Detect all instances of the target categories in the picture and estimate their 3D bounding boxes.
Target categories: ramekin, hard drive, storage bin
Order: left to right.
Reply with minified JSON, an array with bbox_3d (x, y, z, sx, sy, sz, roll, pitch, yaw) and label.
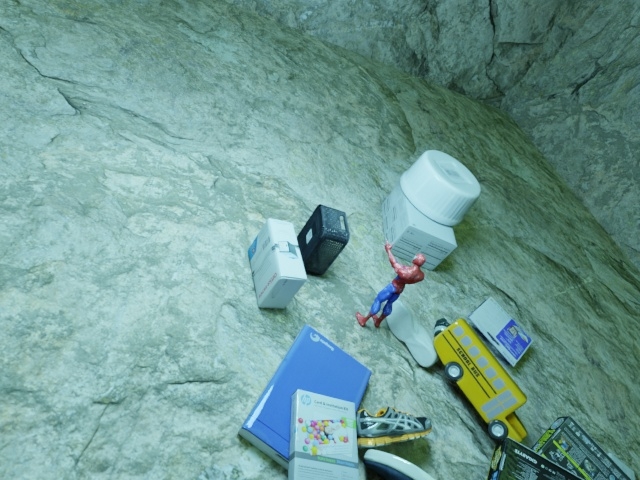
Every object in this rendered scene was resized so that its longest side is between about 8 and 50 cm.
[{"bbox_3d":[-0.019,0.362,1.048,0.210,0.040,0.319,36,39,0],"label":"hard drive"},{"bbox_3d":[0.000,0.000,1.318,0.084,0.180,0.122,15,43,-22],"label":"storage bin"},{"bbox_3d":[0.436,-0.197,1.646,0.277,0.135,0.277,20,40,-18],"label":"ramekin"}]

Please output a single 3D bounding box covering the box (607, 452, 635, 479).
[{"bbox_3d":[0.808,0.678,1.288,0.087,0.102,0.101,39,40,2],"label":"box"}]

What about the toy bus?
[{"bbox_3d":[0.449,0.388,1.269,0.333,0.130,0.108,54,13,22],"label":"toy bus"}]

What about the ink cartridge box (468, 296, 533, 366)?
[{"bbox_3d":[0.600,0.309,1.555,0.208,0.045,0.206,-20,64,-47],"label":"ink cartridge box"}]

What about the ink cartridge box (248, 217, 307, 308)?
[{"bbox_3d":[-0.117,0.061,1.202,0.082,0.140,0.191,9,46,-32],"label":"ink cartridge box"}]

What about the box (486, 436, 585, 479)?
[{"bbox_3d":[0.533,0.650,1.044,0.321,0.079,0.257,27,48,13],"label":"box"}]

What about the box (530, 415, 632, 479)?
[{"bbox_3d":[0.670,0.634,1.186,0.216,0.060,0.270,-37,74,-18],"label":"box"}]

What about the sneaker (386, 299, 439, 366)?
[{"bbox_3d":[0.272,0.265,1.348,0.094,0.080,0.212,-8,61,-55],"label":"sneaker"}]

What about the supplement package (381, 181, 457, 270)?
[{"bbox_3d":[0.350,-0.058,1.666,0.203,0.145,0.262,22,41,-17],"label":"supplement package"}]

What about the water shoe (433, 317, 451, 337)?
[{"bbox_3d":[0.445,0.308,1.421,0.203,0.073,0.080,33,36,-4],"label":"water shoe"}]

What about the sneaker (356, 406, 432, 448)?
[{"bbox_3d":[0.175,0.430,1.078,0.214,0.084,0.083,6,59,-31],"label":"sneaker"}]

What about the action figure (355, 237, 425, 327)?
[{"bbox_3d":[0.188,0.108,1.267,0.091,0.280,0.139,8,46,-31],"label":"action figure"}]

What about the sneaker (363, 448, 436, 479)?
[{"bbox_3d":[0.222,0.577,0.940,0.349,0.131,0.148,28,68,19],"label":"sneaker"}]

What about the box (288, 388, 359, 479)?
[{"bbox_3d":[0.007,0.416,0.949,0.145,0.038,0.186,20,40,-19],"label":"box"}]
